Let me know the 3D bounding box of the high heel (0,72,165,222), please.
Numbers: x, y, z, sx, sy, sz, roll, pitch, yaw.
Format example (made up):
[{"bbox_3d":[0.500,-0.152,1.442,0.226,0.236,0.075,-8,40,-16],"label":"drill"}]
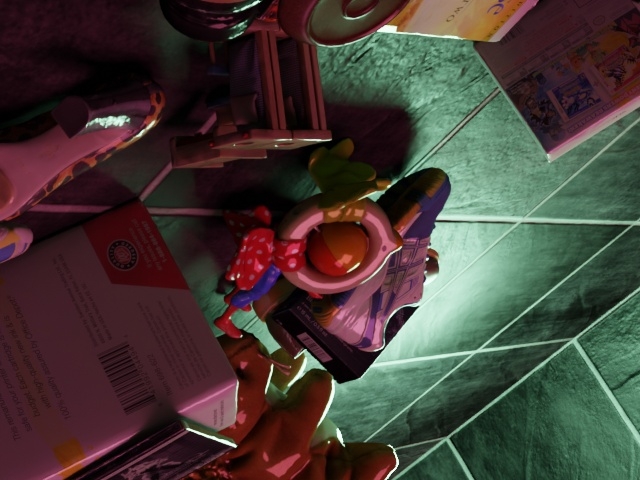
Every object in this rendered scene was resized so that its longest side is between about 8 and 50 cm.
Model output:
[{"bbox_3d":[-0.285,-0.089,1.356,0.261,0.093,0.186,-28,180,26],"label":"high heel"}]

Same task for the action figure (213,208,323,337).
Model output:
[{"bbox_3d":[-0.038,0.052,1.889,0.139,0.091,0.280,26,134,-10],"label":"action figure"}]

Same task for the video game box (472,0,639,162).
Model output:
[{"bbox_3d":[0.335,-0.233,1.673,0.205,0.187,0.048,-32,158,5],"label":"video game box"}]

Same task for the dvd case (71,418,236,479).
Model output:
[{"bbox_3d":[-0.204,0.275,1.560,0.164,0.018,0.221,-30,162,4],"label":"dvd case"}]

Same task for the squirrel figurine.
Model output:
[{"bbox_3d":[-0.146,0.335,2.094,0.397,0.281,0.370,-45,135,0],"label":"squirrel figurine"}]

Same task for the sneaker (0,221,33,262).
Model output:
[{"bbox_3d":[-0.410,0.045,1.368,0.091,0.126,0.240,9,-169,38],"label":"sneaker"}]

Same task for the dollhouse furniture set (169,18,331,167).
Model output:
[{"bbox_3d":[-0.104,-0.157,1.413,0.183,0.129,0.129,-10,176,42],"label":"dollhouse furniture set"}]

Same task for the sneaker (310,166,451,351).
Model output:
[{"bbox_3d":[0.113,0.029,1.926,0.296,0.131,0.112,-53,-157,-5],"label":"sneaker"}]

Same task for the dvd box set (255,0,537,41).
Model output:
[{"bbox_3d":[0.149,-0.342,1.368,0.420,0.062,0.307,-4,147,-47],"label":"dvd box set"}]

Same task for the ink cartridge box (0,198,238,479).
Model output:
[{"bbox_3d":[-0.331,0.165,1.561,0.384,0.279,0.160,-24,159,-15],"label":"ink cartridge box"}]

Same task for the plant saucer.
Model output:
[{"bbox_3d":[0.038,-0.251,1.309,0.168,0.029,0.168,-26,158,-11],"label":"plant saucer"}]

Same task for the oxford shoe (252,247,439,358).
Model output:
[{"bbox_3d":[0.065,0.106,2.131,0.363,0.133,0.130,-17,155,-30],"label":"oxford shoe"}]

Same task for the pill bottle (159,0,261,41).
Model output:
[{"bbox_3d":[-0.088,-0.278,1.123,0.122,0.123,0.219,-22,156,-22],"label":"pill bottle"}]

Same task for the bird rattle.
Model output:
[{"bbox_3d":[0.000,0.000,1.734,0.253,0.143,0.207,-43,124,7],"label":"bird rattle"}]

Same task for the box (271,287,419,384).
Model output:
[{"bbox_3d":[0.039,0.110,1.989,0.158,0.156,0.093,-48,-173,-23],"label":"box"}]
